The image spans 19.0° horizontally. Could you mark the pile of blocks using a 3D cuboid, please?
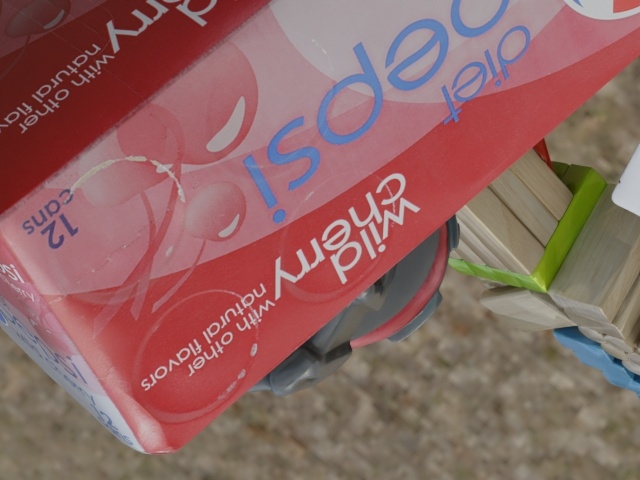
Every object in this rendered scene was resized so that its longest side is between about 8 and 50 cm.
[{"bbox_3d":[0.196,0.017,1.228,0.362,0.112,0.149,35,165,-14],"label":"pile of blocks"}]

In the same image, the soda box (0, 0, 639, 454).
[{"bbox_3d":[0.020,-0.072,0.472,0.083,0.263,0.092,34,160,44],"label":"soda box"}]

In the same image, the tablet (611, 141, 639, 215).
[{"bbox_3d":[0.166,-0.019,0.775,0.083,0.006,0.054,27,118,5],"label":"tablet"}]

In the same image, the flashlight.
[{"bbox_3d":[0.000,0.000,0.728,0.304,0.103,0.103,13,-113,-85],"label":"flashlight"}]
